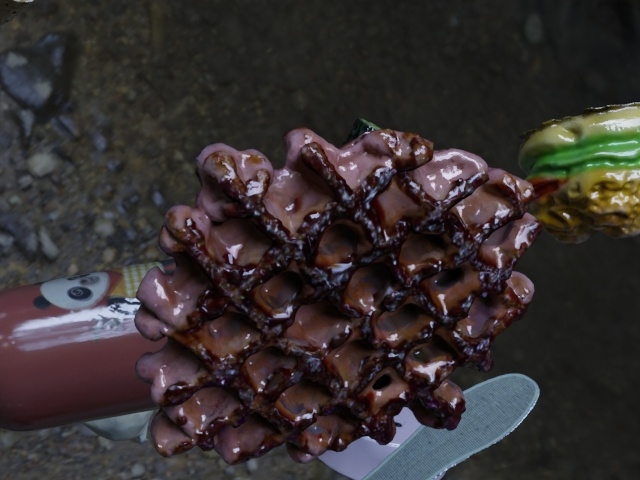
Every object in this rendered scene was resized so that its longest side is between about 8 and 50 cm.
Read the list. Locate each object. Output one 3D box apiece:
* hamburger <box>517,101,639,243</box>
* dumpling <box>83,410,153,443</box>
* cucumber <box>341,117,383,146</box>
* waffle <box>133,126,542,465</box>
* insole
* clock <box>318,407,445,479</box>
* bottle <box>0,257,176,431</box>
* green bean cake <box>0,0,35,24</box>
[{"bbox_3d":[0.371,-0.076,1.555,0.237,0.237,0.149,2,73,-37],"label":"hamburger"},{"bbox_3d":[-0.361,0.259,2.026,0.166,0.216,0.126,25,87,19],"label":"dumpling"},{"bbox_3d":[0.000,0.000,1.383,0.067,0.067,0.294,28,93,-25],"label":"cucumber"},{"bbox_3d":[0.013,0.035,0.664,0.234,0.221,0.055,-2,34,-21],"label":"waffle"},{"bbox_3d":[0.120,0.203,1.210,0.232,0.080,0.003,-35,131,-11],"label":"insole"},{"bbox_3d":[0.083,0.253,1.627,0.196,0.197,0.068,-4,115,-39],"label":"clock"},{"bbox_3d":[-0.217,0.102,1.119,0.336,0.144,0.144,-11,76,-11],"label":"bottle"},{"bbox_3d":[-0.370,-0.305,1.101,0.224,0.131,0.230,-9,89,-37],"label":"green bean cake"}]
